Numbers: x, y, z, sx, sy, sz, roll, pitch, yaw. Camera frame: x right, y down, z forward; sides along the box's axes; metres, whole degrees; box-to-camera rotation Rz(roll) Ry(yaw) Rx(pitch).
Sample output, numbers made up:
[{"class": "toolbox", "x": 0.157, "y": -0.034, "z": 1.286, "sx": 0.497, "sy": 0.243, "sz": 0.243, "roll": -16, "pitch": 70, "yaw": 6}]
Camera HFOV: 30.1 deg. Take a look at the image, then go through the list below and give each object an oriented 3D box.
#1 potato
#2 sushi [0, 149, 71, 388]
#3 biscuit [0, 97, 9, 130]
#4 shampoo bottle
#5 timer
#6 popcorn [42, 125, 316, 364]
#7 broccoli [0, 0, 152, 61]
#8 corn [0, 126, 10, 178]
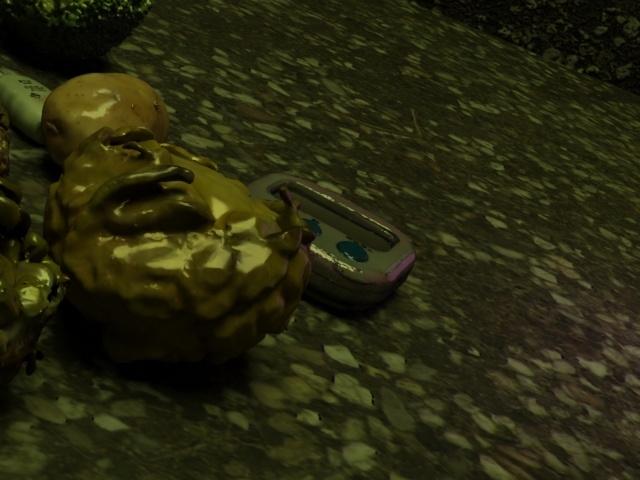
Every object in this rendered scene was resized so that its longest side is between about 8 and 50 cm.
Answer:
[{"class": "potato", "x": -0.238, "y": -0.131, "z": 1.346, "sx": 0.118, "sy": 0.109, "sz": 0.178, "roll": 52, "pitch": 26, "yaw": 11}, {"class": "sushi", "x": -0.302, "y": 0.036, "z": 0.831, "sx": 0.296, "sy": 0.179, "sz": 0.166, "roll": 7, "pitch": 40, "yaw": -35}, {"class": "biscuit", "x": -0.419, "y": -0.182, "z": 1.256, "sx": 0.176, "sy": 0.031, "sz": 0.228, "roll": 22, "pitch": -9, "yaw": 6}, {"class": "shampoo bottle", "x": -0.354, "y": -0.168, "z": 1.404, "sx": 0.152, "sy": 0.045, "sz": 0.077, "roll": 36, "pitch": 26, "yaw": 28}, {"class": "timer", "x": 0.000, "y": 0.000, "z": 1.354, "sx": 0.209, "sy": 0.069, "sz": 0.191, "roll": 28, "pitch": 23, "yaw": 12}, {"class": "popcorn", "x": -0.136, "y": 0.004, "z": 1.063, "sx": 0.250, "sy": 0.190, "sz": 0.250, "roll": 14, "pitch": 24, "yaw": -6}, {"class": "broccoli", "x": -0.341, "y": -0.331, "z": 1.615, "sx": 0.198, "sy": 0.176, "sz": 0.226, "roll": 15, "pitch": 39, "yaw": -32}, {"class": "corn", "x": -0.425, "y": -0.130, "z": 1.199, "sx": 0.253, "sy": 0.086, "sz": 0.086, "roll": 24, "pitch": 23, "yaw": -2}]
